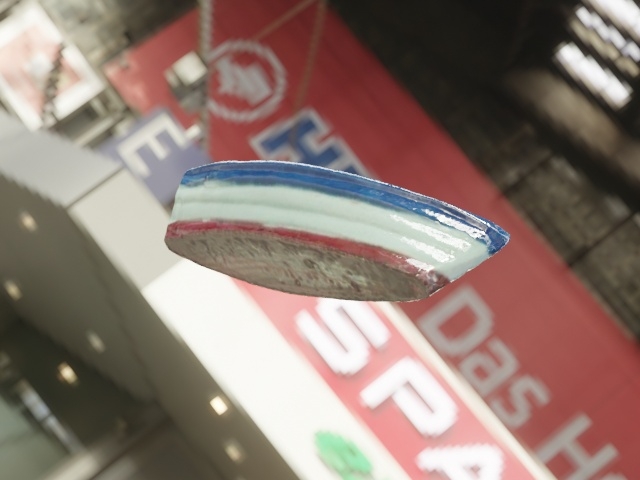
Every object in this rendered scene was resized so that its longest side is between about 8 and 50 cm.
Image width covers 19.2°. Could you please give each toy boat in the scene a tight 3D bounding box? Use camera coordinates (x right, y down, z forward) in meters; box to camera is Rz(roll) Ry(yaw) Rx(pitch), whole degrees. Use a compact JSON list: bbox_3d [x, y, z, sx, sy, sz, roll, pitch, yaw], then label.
[{"bbox_3d":[0.000,0.000,0.932,0.229,0.046,0.080,10,-46,50],"label":"toy boat"}]
